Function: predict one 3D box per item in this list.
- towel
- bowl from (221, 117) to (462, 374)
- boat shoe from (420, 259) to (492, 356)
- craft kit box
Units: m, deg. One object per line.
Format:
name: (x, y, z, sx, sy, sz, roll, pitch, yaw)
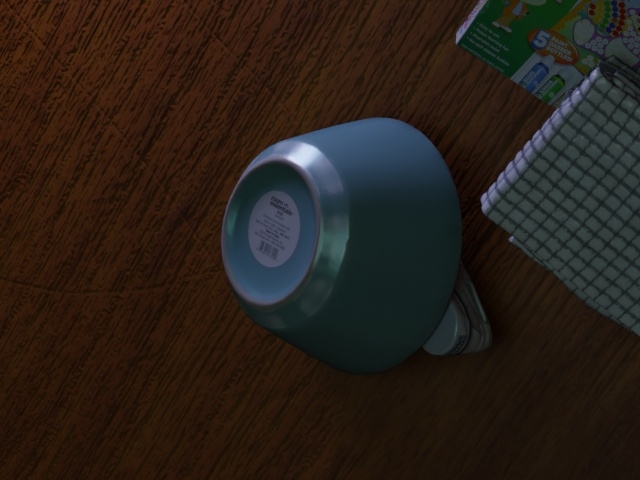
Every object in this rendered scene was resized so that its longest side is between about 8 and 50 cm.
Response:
towel: (0.348, -0.040, 1.790, 0.283, 0.121, 0.235, 36, 122, 1)
bowl: (0.000, 0.000, 1.926, 0.311, 0.163, 0.311, -7, 80, 46)
boat shoe: (0.123, 0.035, 1.969, 0.095, 0.084, 0.258, -45, 53, 34)
craft kit box: (0.319, -0.253, 1.806, 0.250, 0.061, 0.246, 32, 110, -6)
